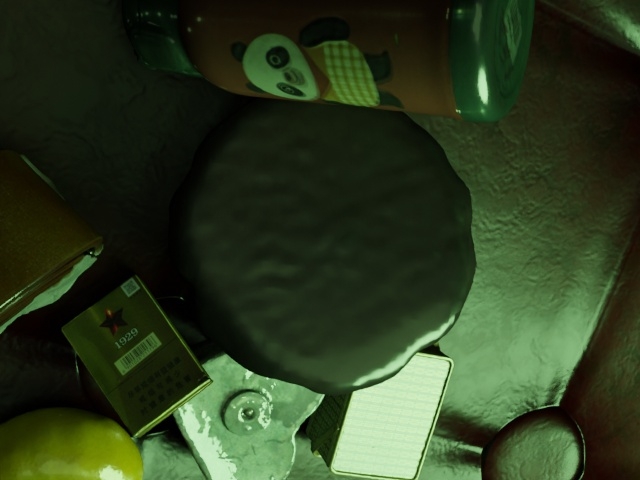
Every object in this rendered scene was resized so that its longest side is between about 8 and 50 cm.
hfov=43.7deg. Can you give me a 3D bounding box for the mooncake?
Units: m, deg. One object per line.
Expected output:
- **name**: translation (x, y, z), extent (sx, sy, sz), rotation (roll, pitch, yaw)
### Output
- **mooncake**: translation (0.000, 0.000, 0.753), extent (0.283, 0.141, 0.283), rotation (1, 82, -9)

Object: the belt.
- **belt**: translation (-0.336, 0.065, 0.633), extent (0.338, 0.217, 0.122), rotation (-41, 96, -21)

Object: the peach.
- **peach**: translation (-0.263, 0.244, 0.776), extent (0.179, 0.103, 0.179), rotation (-3, 103, -14)

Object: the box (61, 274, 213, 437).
- **box**: translation (-0.177, 0.111, 0.771), extent (0.090, 0.023, 0.133), rotation (-38, 74, -7)

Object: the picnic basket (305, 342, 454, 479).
- **picnic basket**: translation (0.064, 0.175, 0.871), extent (0.115, 0.079, 0.164), rotation (13, 100, -20)

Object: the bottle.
- **bottle**: translation (-0.007, -0.180, 0.649), extent (0.336, 0.144, 0.144), rotation (10, 111, 27)

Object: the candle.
- **candle**: translation (-0.086, 0.164, 0.829), extent (0.168, 0.068, 0.192), rotation (22, 93, -19)
